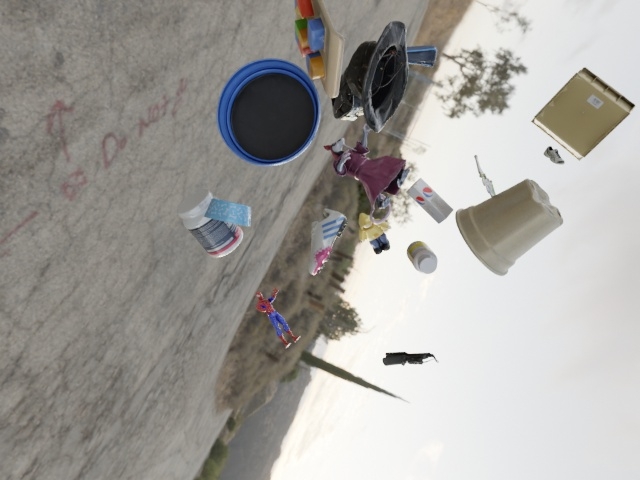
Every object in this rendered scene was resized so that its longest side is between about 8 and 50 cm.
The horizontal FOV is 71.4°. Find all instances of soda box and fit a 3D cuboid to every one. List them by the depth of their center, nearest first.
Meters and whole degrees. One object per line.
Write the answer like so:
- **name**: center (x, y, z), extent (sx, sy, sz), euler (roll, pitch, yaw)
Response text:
- **soda box**: center (0.502, -0.182, 2.047), extent (0.074, 0.216, 0.069), euler (-44, 177, -27)

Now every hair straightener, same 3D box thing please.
- **hair straightener**: center (0.347, 0.475, 1.742), extent (0.089, 0.230, 0.047), euler (-34, 113, -56)

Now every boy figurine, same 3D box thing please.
- **boy figurine**: center (0.280, -0.046, 2.305), extent (0.285, 0.177, 0.092), euler (54, 18, -48)

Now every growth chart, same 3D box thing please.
- **growth chart**: center (0.721, -0.261, 1.938), extent (0.021, 0.237, 0.172), euler (-24, -132, 27)

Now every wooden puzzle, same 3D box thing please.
- **wooden puzzle**: center (-0.028, -0.729, 1.588), extent (0.080, 0.348, 0.322), euler (-21, 163, -10)

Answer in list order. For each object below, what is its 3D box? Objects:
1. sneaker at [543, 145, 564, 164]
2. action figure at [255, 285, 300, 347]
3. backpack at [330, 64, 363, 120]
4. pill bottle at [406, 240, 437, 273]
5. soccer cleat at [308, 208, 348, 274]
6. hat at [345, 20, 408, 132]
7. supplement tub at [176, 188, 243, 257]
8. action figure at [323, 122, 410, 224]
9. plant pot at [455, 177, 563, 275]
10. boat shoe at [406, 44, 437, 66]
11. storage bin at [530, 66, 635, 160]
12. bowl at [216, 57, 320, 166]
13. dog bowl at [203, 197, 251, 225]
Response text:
- **sneaker**: center (0.768, -0.280, 1.458), extent (0.083, 0.031, 0.037), euler (57, -33, 41)
- **action figure**: center (-0.193, 0.324, 1.977), extent (0.091, 0.280, 0.139), euler (-28, 159, -38)
- **backpack**: center (0.156, -0.702, 2.166), extent (0.253, 0.190, 0.226), euler (-18, -105, 61)
- **pill bottle**: center (0.490, 0.084, 2.135), extent (0.215, 0.117, 0.117), euler (-96, -150, -72)
- **soccer cleat**: center (0.000, 0.000, 2.004), extent (0.332, 0.143, 0.116), euler (-61, 177, -27)
- **hat**: center (0.158, -0.510, 1.386), extent (0.331, 0.133, 0.332), euler (-47, 148, -42)
- **supplement tub**: center (-0.491, -0.075, 1.995), extent (0.191, 0.272, 0.191), euler (-21, -145, 16)
- **action figure**: center (0.170, -0.292, 1.794), extent (0.248, 0.370, 0.276), euler (-40, 150, -30)
- **plant pot**: center (0.774, -0.075, 1.797), extent (0.305, 0.333, 0.334), euler (-40, -164, 33)
- **boat shoe**: center (0.334, -0.726, 1.794), extent (0.109, 0.257, 0.089), euler (-65, 154, -50)
- **storage bin**: center (1.057, -0.511, 1.806), extent (0.260, 0.262, 0.123), euler (-49, 166, 21)
- **bowl**: center (-0.188, -0.466, 1.649), extent (0.392, 0.390, 0.077), euler (-65, 171, 3)
- **dog bowl**: center (-0.338, -0.108, 1.672), extent (0.297, 0.165, 0.074), euler (-157, -101, -83)
